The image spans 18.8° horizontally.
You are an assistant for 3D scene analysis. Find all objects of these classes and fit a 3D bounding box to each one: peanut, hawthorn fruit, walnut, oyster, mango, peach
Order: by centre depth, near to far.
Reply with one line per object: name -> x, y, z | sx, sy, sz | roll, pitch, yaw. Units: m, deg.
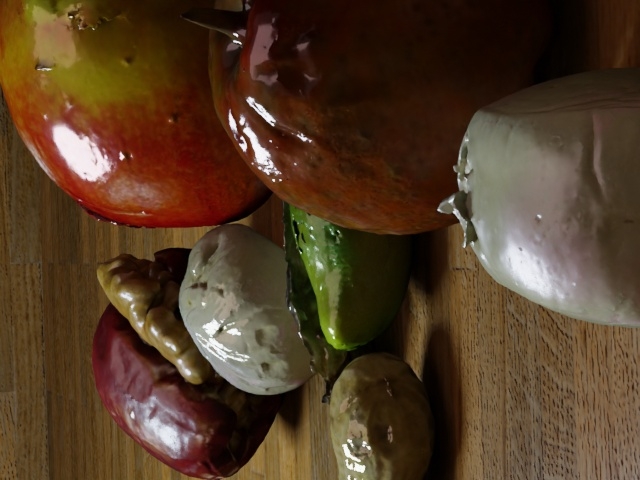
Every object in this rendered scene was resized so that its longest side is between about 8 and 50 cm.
hawthorn fruit -> 0.022, -0.146, 1.493 | 0.277, 0.298, 0.277 | -15, 73, 59
peanut -> 0.058, 0.216, 1.752 | 0.103, 0.098, 0.229 | -16, -78, -75
mango -> 0.027, -0.014, 1.776 | 0.111, 0.125, 0.233 | -17, 61, 36
oyster -> 0.001, 0.000, 1.871 | 0.078, 0.128, 0.345 | -15, 84, 30
peach -> -0.166, -0.189, 2.043 | 0.370, 0.370, 0.370 | 178, 90, -72
walnut -> -0.150, 0.124, 2.201 | 0.269, 0.221, 0.244 | 38, 158, 49

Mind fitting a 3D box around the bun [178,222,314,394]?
bun -> -0.080, 0.075, 2.017 | 0.193, 0.128, 0.178 | 35, 159, 40

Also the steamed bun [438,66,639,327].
steamed bun -> 0.169, -0.028, 1.276 | 0.238, 0.152, 0.170 | -158, 66, -74
